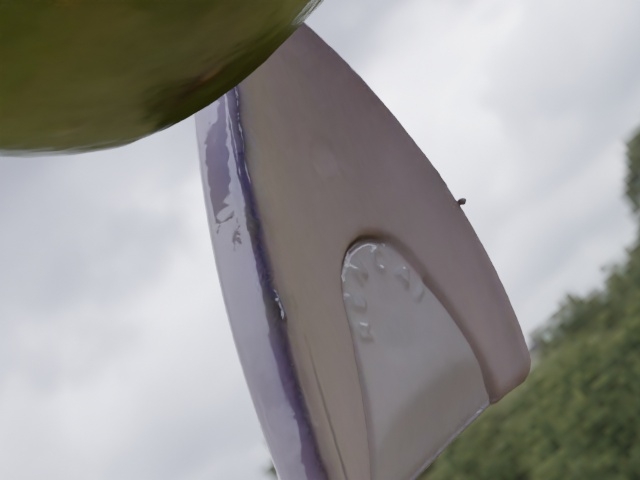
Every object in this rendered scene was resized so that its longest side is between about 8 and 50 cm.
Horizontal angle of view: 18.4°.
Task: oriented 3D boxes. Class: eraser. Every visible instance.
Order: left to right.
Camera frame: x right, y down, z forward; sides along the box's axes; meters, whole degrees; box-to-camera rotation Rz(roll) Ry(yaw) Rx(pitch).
[{"bbox_3d":[-0.001,0.000,0.923,0.059,0.243,0.204,-21,7,35],"label":"eraser"}]

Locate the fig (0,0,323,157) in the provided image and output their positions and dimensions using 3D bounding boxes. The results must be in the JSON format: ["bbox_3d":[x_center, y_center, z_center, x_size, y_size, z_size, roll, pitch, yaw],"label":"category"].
[{"bbox_3d":[-0.089,-0.158,0.600,0.258,0.258,0.326,-34,8,-22],"label":"fig"}]
